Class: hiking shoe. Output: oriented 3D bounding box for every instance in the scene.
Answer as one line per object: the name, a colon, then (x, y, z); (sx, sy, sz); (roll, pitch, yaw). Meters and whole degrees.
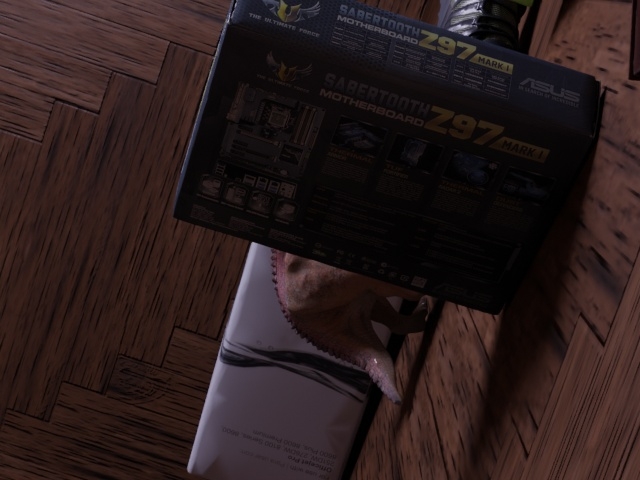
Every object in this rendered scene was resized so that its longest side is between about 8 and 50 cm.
hiking shoe: (0.149, -0.179, 1.552); (0.227, 0.086, 0.114); (-60, 35, 4)

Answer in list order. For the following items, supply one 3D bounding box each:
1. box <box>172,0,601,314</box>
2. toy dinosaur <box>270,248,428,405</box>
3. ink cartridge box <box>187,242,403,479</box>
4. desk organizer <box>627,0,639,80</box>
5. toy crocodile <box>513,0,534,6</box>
box: (0.037, -0.057, 1.127); (0.183, 0.233, 0.059); (111, 174, -49)
toy dinosaur: (0.000, 0.000, 1.549); (0.127, 0.200, 0.295); (151, 115, -77)
ink cartridge box: (0.002, 0.043, 1.883); (0.285, 0.166, 0.395); (-74, 1, -65)
desk organizer: (0.155, -0.131, 0.738); (0.050, 0.047, 0.130); (-22, -65, -83)
toy crocodile: (0.167, -0.290, 1.276); (0.340, 0.115, 0.105); (111, -179, -53)
